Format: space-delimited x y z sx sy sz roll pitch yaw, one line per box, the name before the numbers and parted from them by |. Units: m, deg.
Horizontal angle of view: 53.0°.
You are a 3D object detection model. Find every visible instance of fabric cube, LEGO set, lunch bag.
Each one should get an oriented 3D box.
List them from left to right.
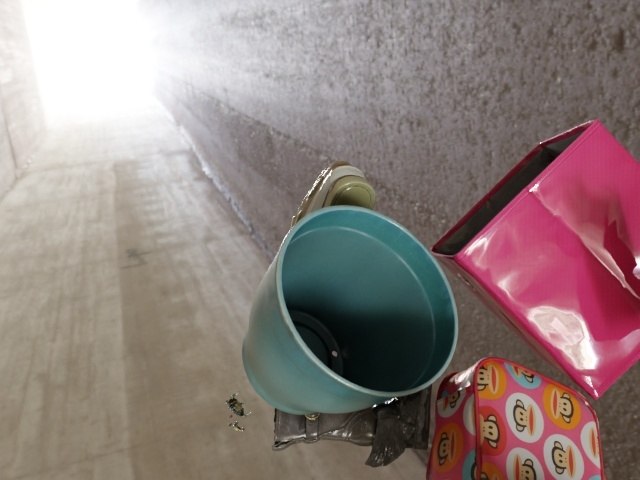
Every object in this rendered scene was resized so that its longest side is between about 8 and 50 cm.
LEGO set | -0.155 0.310 1.159 0.023 0.054 0.083 -46 10 27
lunch bag | 0.269 0.318 0.826 0.120 0.258 0.293 -46 25 53
fabric cube | 0.348 0.022 0.920 0.258 0.259 0.254 46 -177 0

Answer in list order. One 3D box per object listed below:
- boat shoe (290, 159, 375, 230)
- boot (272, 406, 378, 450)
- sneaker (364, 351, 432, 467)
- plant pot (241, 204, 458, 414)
boat shoe | 0.000 0.000 1.138 0.302 0.113 0.103 -60 30 26
boot | 0.022 0.277 1.219 0.091 0.229 0.262 95 -178 -50
sneaker | 0.115 0.244 0.929 0.051 0.089 0.170 8 -94 -77
plant pot | 0.012 0.128 0.932 0.255 0.272 0.271 -47 54 50
